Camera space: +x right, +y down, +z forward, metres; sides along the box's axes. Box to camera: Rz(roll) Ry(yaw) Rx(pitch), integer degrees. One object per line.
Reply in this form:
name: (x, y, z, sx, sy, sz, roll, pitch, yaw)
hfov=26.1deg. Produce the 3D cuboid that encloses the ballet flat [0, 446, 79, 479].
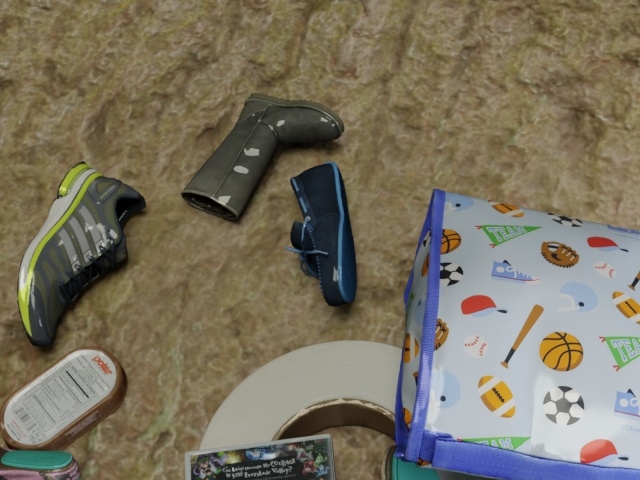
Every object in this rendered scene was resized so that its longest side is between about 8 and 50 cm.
ballet flat: (-0.425, 0.308, 1.829, 0.221, 0.079, 0.077, 8, 20, 10)

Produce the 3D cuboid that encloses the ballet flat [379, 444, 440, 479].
ballet flat: (0.108, 0.375, 1.609, 0.106, 0.107, 0.316, -49, 31, 22)

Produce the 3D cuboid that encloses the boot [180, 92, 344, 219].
boot: (-0.086, -0.121, 2.068, 0.189, 0.076, 0.208, 10, 51, 30)

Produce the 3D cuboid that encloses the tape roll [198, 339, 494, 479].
tape roll: (0.032, 0.311, 1.773, 0.392, 0.072, 0.392, -4, 56, 6)

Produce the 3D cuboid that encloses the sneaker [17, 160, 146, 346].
sneaker: (-0.346, 0.021, 1.991, 0.121, 0.111, 0.300, 12, 61, 10)

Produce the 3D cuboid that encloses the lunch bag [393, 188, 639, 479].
lunch bag: (0.260, 0.153, 1.685, 0.327, 0.239, 0.385, 9, 37, -2)

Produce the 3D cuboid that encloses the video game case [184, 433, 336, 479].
video game case: (-0.072, 0.333, 1.716, 0.190, 0.022, 0.173, -8, 57, 4)

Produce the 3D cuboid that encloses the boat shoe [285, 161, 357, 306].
boat shoe: (0.000, 0.000, 1.977, 0.089, 0.109, 0.258, -12, 40, 7)

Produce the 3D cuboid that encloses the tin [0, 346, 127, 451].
tin: (-0.354, 0.222, 1.900, 0.189, 0.040, 0.106, -37, 64, -17)
